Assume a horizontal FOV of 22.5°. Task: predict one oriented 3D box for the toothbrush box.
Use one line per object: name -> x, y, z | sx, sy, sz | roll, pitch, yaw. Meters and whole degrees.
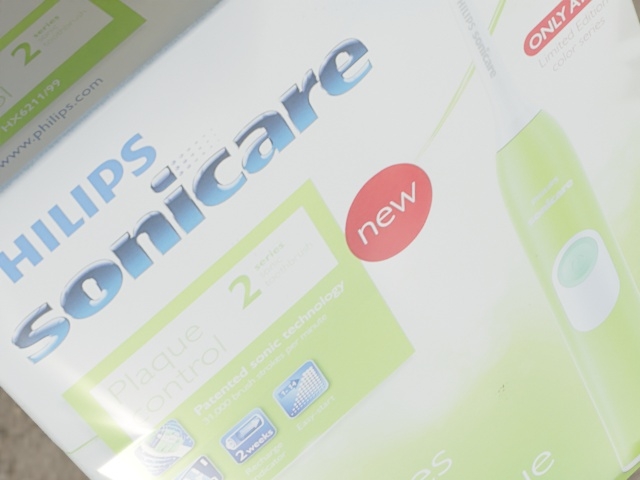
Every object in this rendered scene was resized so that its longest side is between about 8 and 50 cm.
toothbrush box -> 0.000, 0.000, 0.509 | 0.206, 0.122, 0.283 | -42, 135, -11
